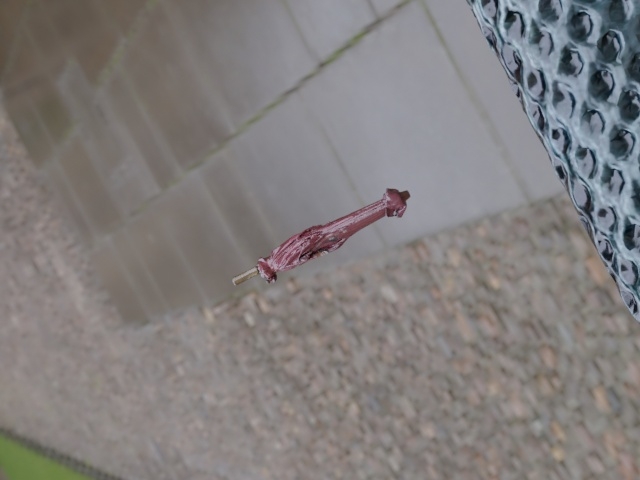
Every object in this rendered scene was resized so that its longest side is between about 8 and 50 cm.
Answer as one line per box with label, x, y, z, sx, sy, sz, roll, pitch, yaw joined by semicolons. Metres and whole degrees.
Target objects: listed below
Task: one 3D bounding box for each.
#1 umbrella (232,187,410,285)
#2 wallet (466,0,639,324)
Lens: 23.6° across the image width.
umbrella;0.000;0.000;1.246;0.027;0.165;0.025;63;-166;3
wallet;0.153;-0.116;0.522;0.342;0.237;0.075;63;156;0
